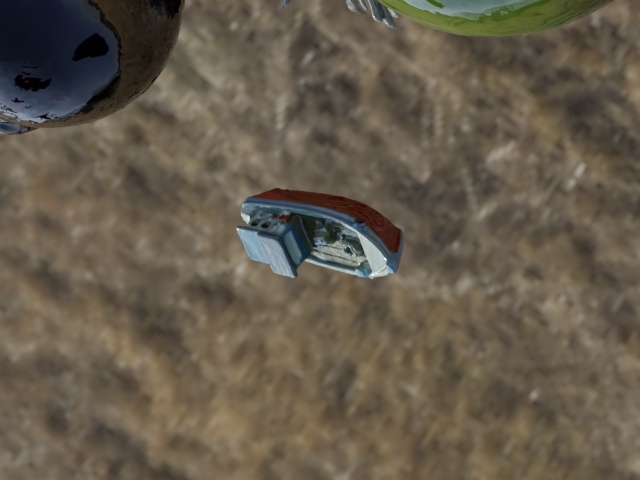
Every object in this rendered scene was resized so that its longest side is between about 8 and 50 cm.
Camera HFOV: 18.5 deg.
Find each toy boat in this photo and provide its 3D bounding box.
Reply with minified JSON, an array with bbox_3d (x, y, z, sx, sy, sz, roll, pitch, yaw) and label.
[{"bbox_3d":[0.000,0.000,1.669,0.173,0.059,0.069,12,140,34],"label":"toy boat"}]

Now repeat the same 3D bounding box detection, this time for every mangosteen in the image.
[{"bbox_3d":[-0.137,-0.113,0.921,0.151,0.137,0.137,-26,114,43],"label":"mangosteen"}]

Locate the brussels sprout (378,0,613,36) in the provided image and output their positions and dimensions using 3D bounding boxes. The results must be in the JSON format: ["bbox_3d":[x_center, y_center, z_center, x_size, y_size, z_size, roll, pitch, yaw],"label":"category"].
[{"bbox_3d":[0.101,-0.288,0.999,0.276,0.315,0.371,22,113,12],"label":"brussels sprout"}]

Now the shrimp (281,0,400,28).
[{"bbox_3d":[0.071,-0.287,1.517,0.166,0.221,0.410,15,153,-4],"label":"shrimp"}]
